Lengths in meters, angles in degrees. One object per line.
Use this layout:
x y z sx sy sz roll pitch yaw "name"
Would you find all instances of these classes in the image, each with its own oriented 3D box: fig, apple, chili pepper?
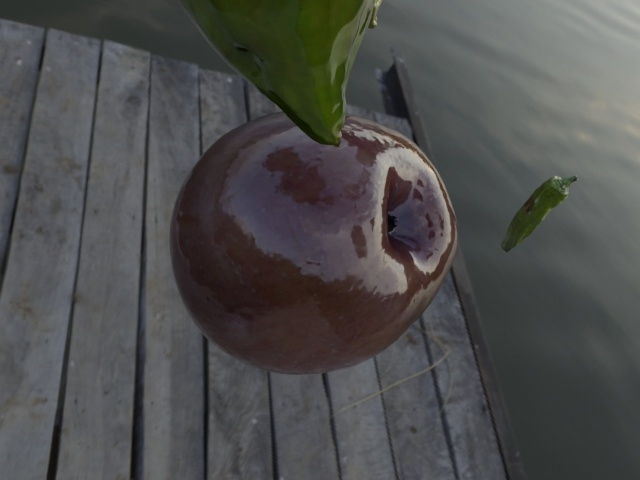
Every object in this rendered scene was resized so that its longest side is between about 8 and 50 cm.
-0.037 -0.192 0.419 0.167 0.233 0.167 13 15 -3 "fig"
0.000 0.000 0.671 0.306 0.235 0.305 6 82 -49 "apple"
0.311 -0.031 0.953 0.043 0.208 0.049 28 55 1 "chili pepper"

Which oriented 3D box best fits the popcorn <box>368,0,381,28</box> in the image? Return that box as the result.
0.018 -0.380 0.942 0.174 0.173 0.142 24 47 -13 "popcorn"
